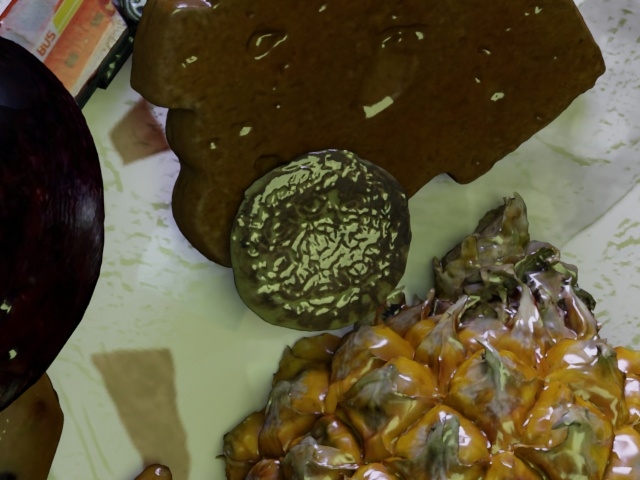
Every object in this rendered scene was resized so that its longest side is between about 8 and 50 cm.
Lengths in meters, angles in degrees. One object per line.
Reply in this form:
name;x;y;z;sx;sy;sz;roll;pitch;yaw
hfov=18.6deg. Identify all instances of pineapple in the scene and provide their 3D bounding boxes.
pineapple;0.114;0.112;1.121;0.344;0.209;0.286;8;89;-14

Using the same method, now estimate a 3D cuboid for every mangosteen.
mangosteen;-0.237;-0.019;0.979;0.265;0.228;0.228;29;82;21

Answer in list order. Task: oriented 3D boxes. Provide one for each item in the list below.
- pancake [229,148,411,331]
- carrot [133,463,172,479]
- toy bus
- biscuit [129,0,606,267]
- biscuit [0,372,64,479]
pancake;0.000;0.000;1.133;0.115;0.011;0.115;-4;103;-16
carrot;-0.153;0.239;1.136;0.043;0.043;0.248;32;80;-14
toy bus;-0.152;-0.103;1.112;0.077;0.079;0.174;37;82;-5
biscuit;0.033;-0.105;1.139;0.301;0.043;0.278;3;119;-29
biscuit;-0.320;0.114;1.084;0.359;0.046;0.359;-1;92;-16
